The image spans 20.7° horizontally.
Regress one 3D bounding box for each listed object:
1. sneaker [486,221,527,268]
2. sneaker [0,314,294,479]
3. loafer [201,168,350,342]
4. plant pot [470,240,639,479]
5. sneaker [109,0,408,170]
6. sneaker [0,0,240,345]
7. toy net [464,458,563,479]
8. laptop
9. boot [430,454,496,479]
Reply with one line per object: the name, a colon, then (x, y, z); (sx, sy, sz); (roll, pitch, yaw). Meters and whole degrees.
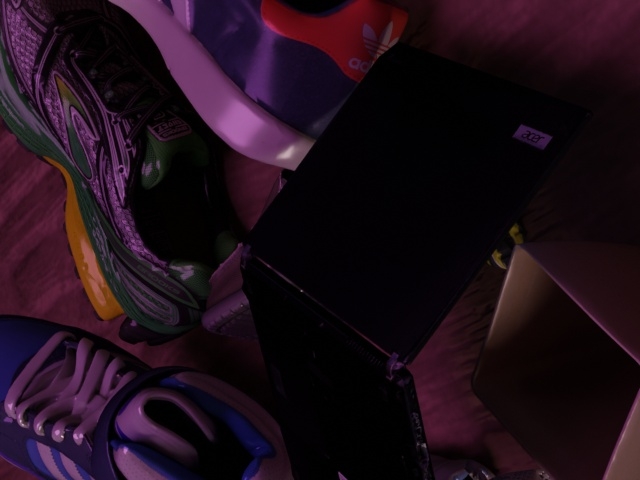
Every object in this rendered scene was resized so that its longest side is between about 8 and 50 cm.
sneaker: (0.098, -0.020, 1.071); (0.035, 0.031, 0.083); (-16, 90, 59)
sneaker: (-0.152, 0.123, 1.322); (0.323, 0.130, 0.236); (33, 157, 10)
loafer: (0.000, 0.000, 1.199); (0.251, 0.094, 0.087); (-36, 47, 47)
plant pot: (0.161, 0.063, 0.945); (0.109, 0.096, 0.109); (48, 139, 37)
sneaker: (-0.071, -0.199, 1.162); (0.350, 0.131, 0.148); (46, 109, 26)
sneaker: (-0.150, -0.096, 1.363); (0.146, 0.134, 0.343); (-27, 90, 51)
toy net: (0.166, 0.197, 0.977); (0.232, 0.045, 0.122); (50, 178, -6)
laptop: (0.058, 0.048, 0.989); (0.234, 0.137, 0.264); (-146, 39, -63)
boot: (0.020, 0.242, 1.126); (0.095, 0.258, 0.123); (41, 153, -22)
